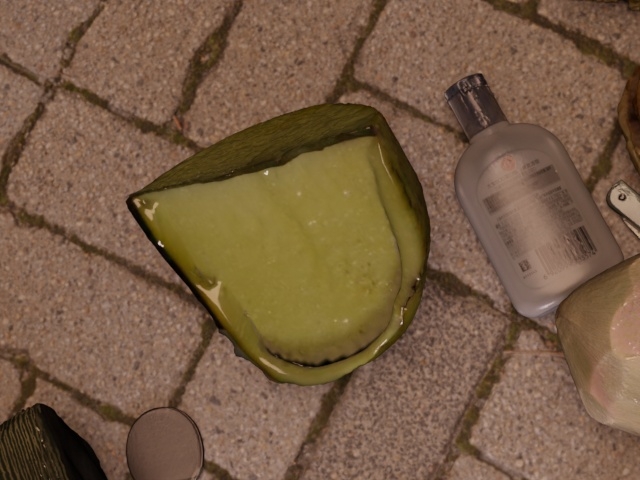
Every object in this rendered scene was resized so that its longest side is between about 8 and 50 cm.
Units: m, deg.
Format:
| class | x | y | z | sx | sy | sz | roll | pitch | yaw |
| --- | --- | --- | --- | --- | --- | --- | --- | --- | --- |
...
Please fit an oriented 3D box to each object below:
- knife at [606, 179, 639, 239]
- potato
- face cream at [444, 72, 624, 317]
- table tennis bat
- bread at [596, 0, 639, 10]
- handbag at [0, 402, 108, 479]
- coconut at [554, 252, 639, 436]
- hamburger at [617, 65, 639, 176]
| class | x | y | z | sx | sy | sz | roll | pitch | yaw |
| --- | --- | --- | --- | --- | --- | --- | --- | --- | --- |
| knife | 0.397 | -0.004 | 1.763 | 0.162 | 0.023 | 0.044 | 44 | 92 | 12 |
| potato | 0.000 | 0.000 | 1.749 | 0.330 | 0.213 | 0.280 | -16 | 104 | 26 |
| face cream | 0.232 | -0.060 | 1.772 | 0.144 | 0.071 | 0.291 | -29 | 78 | 1 |
| table tennis bat | -0.182 | 0.277 | 1.802 | 0.095 | 0.014 | 0.158 | -13 | 77 | 5 |
| bread | 0.380 | -0.472 | 1.739 | 0.165 | 0.236 | 0.375 | 10 | 81 | 8 |
| handbag | -0.325 | 0.379 | 1.684 | 0.240 | 0.247 | 0.341 | -29 | 66 | 0 |
| coconut | 0.373 | 0.115 | 1.651 | 0.234 | 0.224 | 0.224 | 32 | 86 | 10 |
| hamburger | 0.485 | -0.121 | 1.713 | 0.259 | 0.144 | 0.283 | -23 | 73 | 0 |
